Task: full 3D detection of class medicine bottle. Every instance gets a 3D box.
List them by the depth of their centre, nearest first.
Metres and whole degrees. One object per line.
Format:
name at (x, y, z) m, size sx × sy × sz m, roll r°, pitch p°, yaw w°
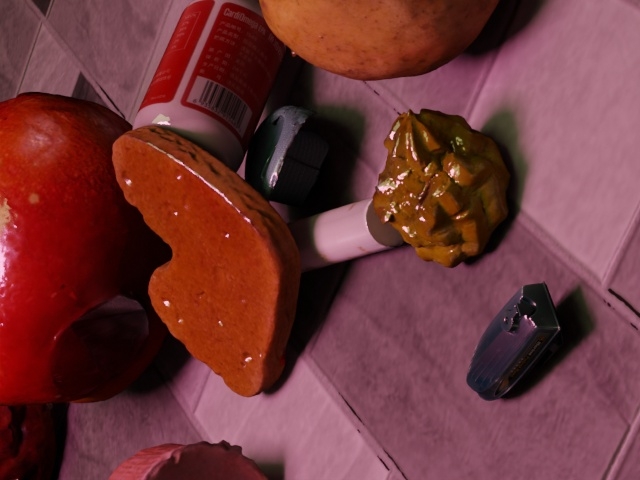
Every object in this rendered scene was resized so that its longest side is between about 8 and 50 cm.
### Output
medicine bottle at (-0.118, -0.190, 2.049) m, size 0.131 × 0.131 × 0.250 m, roll -30°, pitch 33°, yaw 52°

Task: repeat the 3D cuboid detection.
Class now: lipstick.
lipstick at (0.000, 0.000, 1.920) m, size 0.264 × 0.059 × 0.059 m, roll -17°, pitch 66°, yaw 56°

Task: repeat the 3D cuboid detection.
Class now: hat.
hat at (-0.031, -0.083, 1.975) m, size 0.191 × 0.078 × 0.138 m, roll -119°, pitch 48°, yaw -72°

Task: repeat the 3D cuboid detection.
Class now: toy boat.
toy boat at (0.171, 0.099, 1.609) m, size 0.141 × 0.060 × 0.055 m, roll -57°, pitch 37°, yaw 43°

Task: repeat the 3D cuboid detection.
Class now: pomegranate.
pomegranate at (0.059, -0.297, 1.730) m, size 0.281 × 0.281 × 0.281 m, roll -26°, pitch 59°, yaw 53°

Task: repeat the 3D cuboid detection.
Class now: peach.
peach at (-0.325, 0.037, 2.178) m, size 0.310 × 0.335 × 0.406 m, roll 39°, pitch 109°, yaw 49°

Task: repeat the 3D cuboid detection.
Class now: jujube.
jujube at (-0.463, 0.282, 2.466) m, size 0.197 × 0.197 × 0.290 m, roll 20°, pitch 112°, yaw 59°

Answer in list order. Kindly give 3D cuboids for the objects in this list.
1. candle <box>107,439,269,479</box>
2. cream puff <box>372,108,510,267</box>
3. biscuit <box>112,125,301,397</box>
candle at (-0.171, 0.381, 1.925) m, size 0.317 × 0.287 × 0.131 m, roll -43°, pitch 15°, yaw -27°
cream puff at (0.107, -0.052, 1.708) m, size 0.146 × 0.116 × 0.146 m, roll -27°, pitch 56°, yaw 49°
biscuit at (-0.128, 0.018, 1.976) m, size 0.262 × 0.052 × 0.277 m, roll 34°, pitch 138°, yaw 27°
